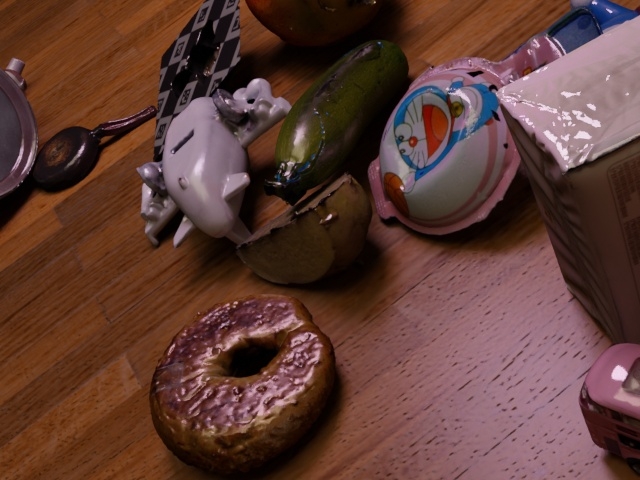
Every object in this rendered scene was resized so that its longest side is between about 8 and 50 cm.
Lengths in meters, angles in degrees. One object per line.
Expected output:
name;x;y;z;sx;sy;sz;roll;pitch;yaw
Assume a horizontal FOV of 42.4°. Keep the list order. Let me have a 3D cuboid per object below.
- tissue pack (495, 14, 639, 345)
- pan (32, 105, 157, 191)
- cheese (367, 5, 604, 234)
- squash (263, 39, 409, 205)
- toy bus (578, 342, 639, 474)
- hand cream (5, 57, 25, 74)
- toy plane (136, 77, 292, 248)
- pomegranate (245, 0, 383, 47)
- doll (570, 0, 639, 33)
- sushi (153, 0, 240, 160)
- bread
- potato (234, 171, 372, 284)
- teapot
tissue pack;0.258;-0.046;0.601;0.185;0.225;0.124;-29;41;4
pan;-0.342;-0.150;1.237;0.212;0.040;0.115;-32;45;0
cheese;0.151;-0.111;0.797;0.286;0.074;0.188;-32;58;39
squash;0.016;-0.137;0.919;0.087;0.087;0.331;-3;35;31
toy bus;0.266;0.129;0.523;0.203;0.090;0.063;16;59;41
hand cream;-0.611;-0.221;1.476;0.084;0.050;0.257;16;68;43
toy plane;-0.127;-0.084;0.979;0.245;0.117;0.244;-33;37;29
pomegranate;-0.003;-0.363;1.106;0.210;0.210;0.235;-45;35;-15
doll;0.326;-0.183;0.752;0.257;0.161;0.215;-31;66;19
sushi;-0.157;-0.248;1.172;0.220;0.047;0.231;-40;40;36
bread;-0.072;0.129;0.764;0.193;0.064;0.193;-14;40;12
potato;0.000;0.000;0.851;0.100;0.089;0.172;-43;9;-38
teapot;-0.601;-0.165;1.285;0.312;0.233;0.315;-12;33;38
